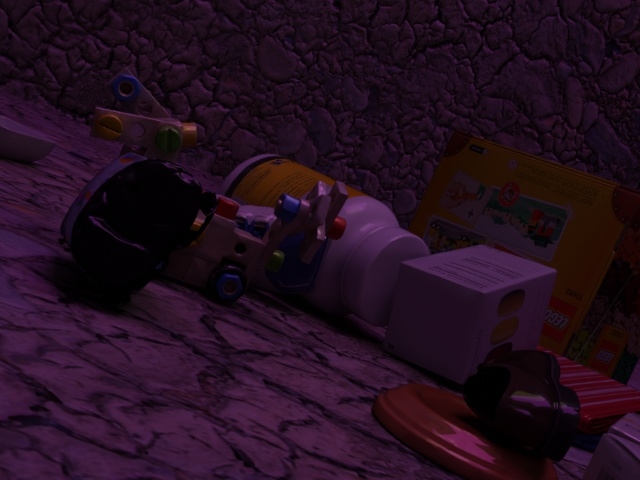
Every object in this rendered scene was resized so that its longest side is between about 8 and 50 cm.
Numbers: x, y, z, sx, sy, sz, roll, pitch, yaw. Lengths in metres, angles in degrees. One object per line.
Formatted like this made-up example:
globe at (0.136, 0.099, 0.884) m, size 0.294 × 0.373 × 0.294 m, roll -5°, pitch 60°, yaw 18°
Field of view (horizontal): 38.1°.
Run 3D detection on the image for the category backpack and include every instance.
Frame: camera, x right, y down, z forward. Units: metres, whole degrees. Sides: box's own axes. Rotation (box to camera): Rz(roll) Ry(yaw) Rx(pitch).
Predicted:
backpack at (-0.194, -0.018, 0.942) m, size 0.115 × 0.152 × 0.182 m, roll 49°, pitch -14°, yaw -8°

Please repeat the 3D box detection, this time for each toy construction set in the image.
toy construction set at (-0.136, -0.047, 1.114) m, size 0.328 × 0.215 × 0.151 m, roll 23°, pitch 5°, yaw -5°

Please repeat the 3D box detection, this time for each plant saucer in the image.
plant saucer at (0.149, 0.194, 0.929) m, size 0.200 × 0.037 × 0.200 m, roll 24°, pitch 4°, yaw -2°

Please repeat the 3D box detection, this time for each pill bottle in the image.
pill bottle at (0.000, 0.000, 1.411) m, size 0.334 × 0.187 × 0.188 m, roll 29°, pitch 7°, yaw 42°

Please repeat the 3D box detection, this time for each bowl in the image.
bowl at (-0.533, -0.175, 1.545) m, size 0.142 × 0.053 × 0.142 m, roll 26°, pitch 6°, yaw 23°

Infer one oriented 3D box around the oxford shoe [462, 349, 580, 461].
oxford shoe at (0.193, 0.147, 0.948) m, size 0.096 × 0.082 × 0.227 m, roll 20°, pitch 4°, yaw 1°

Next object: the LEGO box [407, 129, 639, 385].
LEGO box at (0.393, 0.040, 1.763) m, size 0.193 × 0.372 × 0.500 m, roll 21°, pitch 6°, yaw -37°

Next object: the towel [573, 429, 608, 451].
towel at (0.371, 0.253, 1.367) m, size 0.209 × 0.034 × 0.285 m, roll 21°, pitch 6°, yaw -23°

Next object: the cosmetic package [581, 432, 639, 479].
cosmetic package at (0.371, 0.273, 0.867) m, size 0.231 × 0.085 × 0.117 m, roll 22°, pitch 6°, yaw -6°

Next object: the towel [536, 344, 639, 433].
towel at (0.335, 0.206, 1.345) m, size 0.199 × 0.031 × 0.275 m, roll 3°, pitch 14°, yaw -39°

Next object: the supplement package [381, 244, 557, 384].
supplement package at (0.218, 0.099, 1.330) m, size 0.134 × 0.139 × 0.244 m, roll 20°, pitch 18°, yaw 33°

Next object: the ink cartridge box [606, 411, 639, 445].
ink cartridge box at (0.410, 0.271, 1.137) m, size 0.115 × 0.067 × 0.198 m, roll 27°, pitch 8°, yaw 25°

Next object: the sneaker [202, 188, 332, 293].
sneaker at (-0.156, -0.008, 1.254) m, size 0.316 × 0.127 × 0.182 m, roll 18°, pitch 7°, yaw 19°
